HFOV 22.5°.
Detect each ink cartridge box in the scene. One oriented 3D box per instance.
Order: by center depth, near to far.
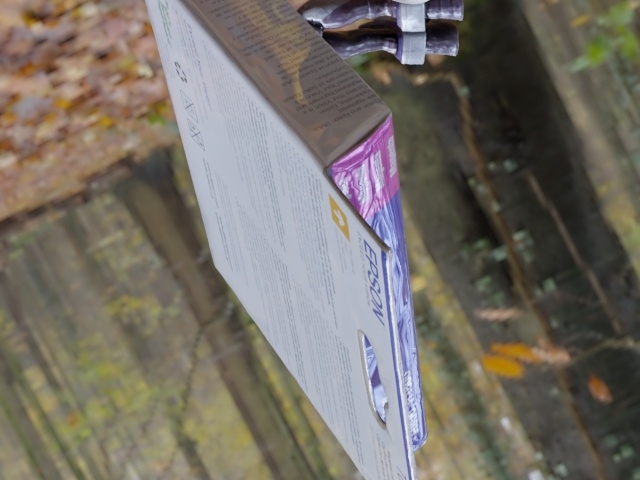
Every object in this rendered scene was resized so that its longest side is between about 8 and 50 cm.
[{"bbox_3d":[0.000,0.000,1.067,0.071,0.330,0.324,-27,140,-15],"label":"ink cartridge box"}]

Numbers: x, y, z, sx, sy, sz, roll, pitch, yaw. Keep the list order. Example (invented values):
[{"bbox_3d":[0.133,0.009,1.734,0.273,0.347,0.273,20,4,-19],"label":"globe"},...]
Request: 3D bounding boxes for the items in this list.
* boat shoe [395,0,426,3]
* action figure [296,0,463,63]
[{"bbox_3d":[0.006,-0.269,0.936,0.096,0.277,0.098,-19,-166,-31],"label":"boat shoe"},{"bbox_3d":[-0.008,-0.201,1.549,0.285,0.099,0.185,-8,137,-11],"label":"action figure"}]
